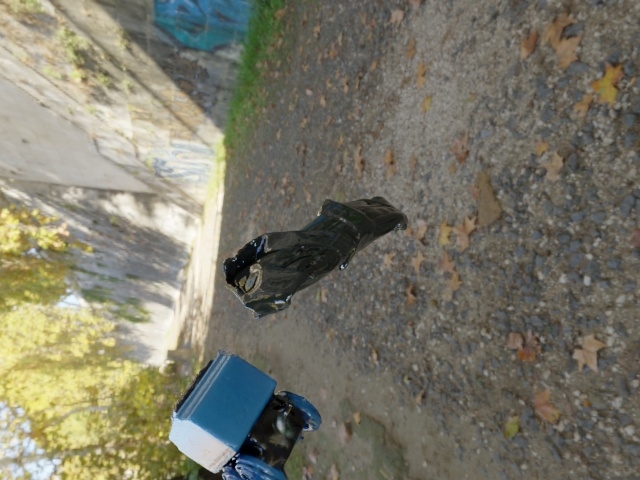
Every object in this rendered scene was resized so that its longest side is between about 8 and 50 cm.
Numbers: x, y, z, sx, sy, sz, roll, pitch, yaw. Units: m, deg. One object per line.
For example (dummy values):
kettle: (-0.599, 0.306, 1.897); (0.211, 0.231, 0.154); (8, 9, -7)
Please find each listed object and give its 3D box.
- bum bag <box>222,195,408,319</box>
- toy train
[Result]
bum bag: (0.000, 0.000, 0.631); (0.142, 0.326, 0.080); (1, 111, 38)
toy train: (-0.158, 0.365, 0.960); (0.188, 0.265, 0.300); (-55, -3, -37)
